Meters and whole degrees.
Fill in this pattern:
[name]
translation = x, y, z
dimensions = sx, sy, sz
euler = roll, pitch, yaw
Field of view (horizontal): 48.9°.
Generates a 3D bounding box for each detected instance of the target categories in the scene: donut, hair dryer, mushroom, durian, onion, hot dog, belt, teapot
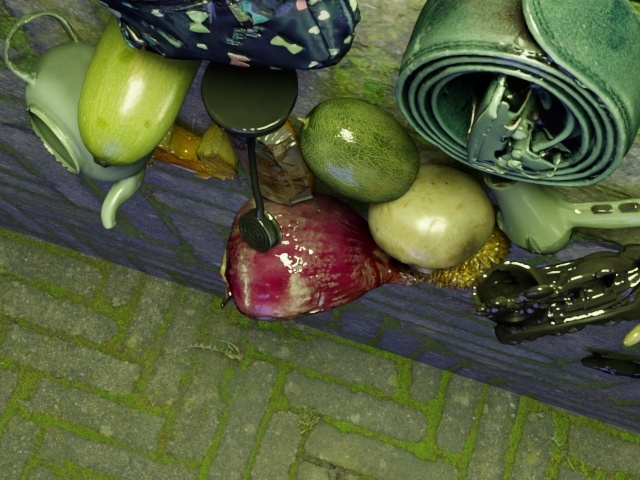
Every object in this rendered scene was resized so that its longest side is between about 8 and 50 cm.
[donut]
translation = -0.208, -0.150, 1.105
dimensions = 0.181, 0.078, 0.146
euler = 13, 167, 2
[hair dryer]
translation = 0.307, -0.051, 0.816
dimensions = 0.229, 0.092, 0.267
euler = 21, 158, -38
[mushroom]
translation = 0.144, -0.029, 0.935
dimensions = 0.166, 0.166, 0.127
euler = 16, 133, 12
[durian]
translation = 0.205, 0.013, 1.084
dimensions = 0.168, 0.137, 0.158
euler = 8, 144, 7
[onion]
translation = 0.000, 0.000, 1.186
dimensions = 0.349, 0.267, 0.159
euler = -4, 125, 3
[hot dog]
translation = -0.073, -0.126, 1.045
dimensions = 0.131, 0.069, 0.252
euler = 25, 165, 15
[belt]
translation = 0.169, -0.133, 0.599
dimensions = 0.206, 0.116, 0.267
euler = 18, 169, 20
[teapot]
translation = -0.313, -0.165, 0.941
dimensions = 0.193, 0.129, 0.294
euler = 21, 145, 46

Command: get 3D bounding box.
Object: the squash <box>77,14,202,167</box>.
[squash]
translation = -0.220, -0.173, 0.820
dimensions = 0.123, 0.186, 0.123
euler = 23, 171, 4

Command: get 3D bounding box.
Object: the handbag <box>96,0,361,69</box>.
[handbag]
translation = -0.093, -0.226, 0.595
dimensions = 0.260, 0.113, 0.162
euler = 11, 171, 23

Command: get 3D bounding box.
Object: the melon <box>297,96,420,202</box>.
[melon]
translation = 0.043, -0.111, 0.851
dimensions = 0.167, 0.114, 0.114
euler = 25, 164, -19

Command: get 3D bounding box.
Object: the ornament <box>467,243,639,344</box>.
[ornament]
translation = 0.315, 0.057, 0.909
dimensions = 0.251, 0.106, 0.260
euler = -16, 162, 11

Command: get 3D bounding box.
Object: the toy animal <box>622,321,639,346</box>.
[toy animal]
translation = 0.528, 0.097, 0.934
dimensions = 0.121, 0.168, 0.233
euler = 25, 178, -26

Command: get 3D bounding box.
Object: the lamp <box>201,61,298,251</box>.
[lamp]
translation = -0.105, -0.086, 0.911
dimensions = 0.130, 0.108, 0.371
euler = 37, 148, 9

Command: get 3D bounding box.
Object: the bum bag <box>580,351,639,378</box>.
[bum bag]
translation = 0.715, 0.295, 1.672
dimensions = 0.198, 0.049, 0.087
euler = 5, -176, 42
